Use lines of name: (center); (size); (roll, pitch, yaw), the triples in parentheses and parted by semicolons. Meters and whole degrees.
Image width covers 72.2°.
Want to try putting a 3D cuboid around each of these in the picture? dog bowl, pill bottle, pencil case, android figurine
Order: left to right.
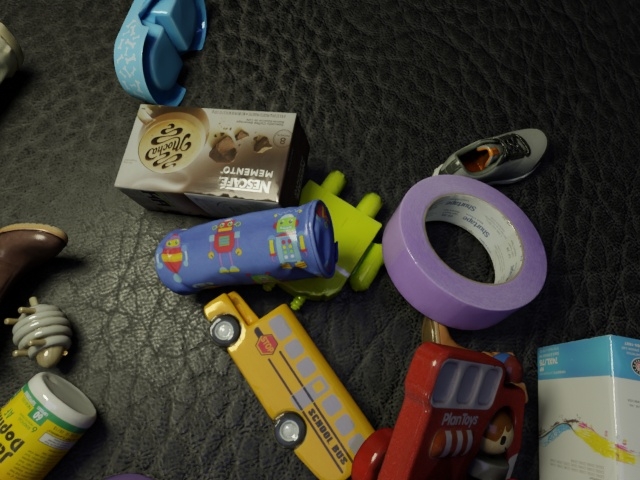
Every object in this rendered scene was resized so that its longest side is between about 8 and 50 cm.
pill bottle: (-0.449, 0.310, 0.641); (0.117, 0.117, 0.208); (38, 72, 8)
dog bowl: (-0.320, -0.409, 0.888); (0.074, 0.166, 0.297); (9, 70, 11)
pencil case: (-0.118, 0.020, 0.715); (0.306, 0.133, 0.119); (-9, 62, 23)
android figurine: (0.000, 0.000, 0.823); (0.248, 0.056, 0.273); (31, 71, 6)

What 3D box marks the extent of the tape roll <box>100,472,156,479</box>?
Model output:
tape roll: (-0.300, 0.444, 0.628); (0.188, 0.080, 0.189); (1, 70, -4)

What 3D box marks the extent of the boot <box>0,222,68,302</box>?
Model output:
boot: (-0.525, 0.092, 0.701); (0.248, 0.090, 0.207); (-17, 57, 11)

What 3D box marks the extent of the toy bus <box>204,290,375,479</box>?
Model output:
toy bus: (-0.054, 0.223, 0.712); (0.130, 0.108, 0.333); (-33, 77, -15)

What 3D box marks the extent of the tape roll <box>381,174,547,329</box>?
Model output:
tape roll: (0.253, 0.015, 0.785); (0.274, 0.090, 0.275); (7, 57, -11)

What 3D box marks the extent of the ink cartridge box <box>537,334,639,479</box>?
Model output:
ink cartridge box: (0.482, 0.308, 0.682); (0.198, 0.197, 0.270); (11, 70, -2)

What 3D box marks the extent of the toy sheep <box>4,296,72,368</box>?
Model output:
toy sheep: (-0.454, 0.147, 0.715); (0.091, 0.091, 0.132); (-23, 68, -12)

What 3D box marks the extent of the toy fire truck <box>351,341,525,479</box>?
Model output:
toy fire truck: (0.203, 0.277, 0.612); (0.302, 0.169, 0.254); (19, 91, -38)

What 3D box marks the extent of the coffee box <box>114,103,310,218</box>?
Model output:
coffee box: (-0.183, -0.134, 0.785); (0.297, 0.119, 0.168); (7, 74, 12)

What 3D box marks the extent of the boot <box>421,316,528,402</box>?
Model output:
boot: (0.267, 0.211, 0.767); (0.152, 0.073, 0.197); (-11, 84, -8)

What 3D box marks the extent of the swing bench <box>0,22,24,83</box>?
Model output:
swing bench: (-0.728, -0.296, 0.810); (0.254, 0.165, 0.253); (22, 70, -3)

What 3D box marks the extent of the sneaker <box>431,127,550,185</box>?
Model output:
sneaker: (0.360, -0.166, 0.887); (0.271, 0.108, 0.100); (-24, 73, -14)
